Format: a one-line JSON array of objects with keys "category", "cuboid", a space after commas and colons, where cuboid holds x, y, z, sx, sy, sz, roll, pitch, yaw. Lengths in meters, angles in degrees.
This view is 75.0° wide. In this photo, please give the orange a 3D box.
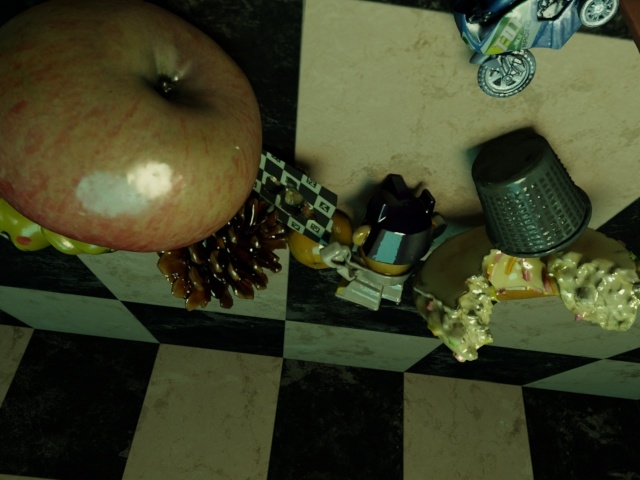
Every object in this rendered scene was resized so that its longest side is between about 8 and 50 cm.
[{"category": "orange", "cuboid": [0.000, 0.000, 0.944, 0.156, 0.124, 0.156, 3, 147, 2]}]

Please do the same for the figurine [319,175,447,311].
[{"category": "figurine", "cuboid": [0.143, 0.013, 0.867, 0.143, 0.308, 0.308, 41, 163, 25]}]

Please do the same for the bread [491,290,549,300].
[{"category": "bread", "cuboid": [0.473, 0.065, 0.974, 0.245, 0.121, 0.174, -7, 150, 26]}]

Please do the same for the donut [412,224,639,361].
[{"category": "donut", "cuboid": [0.358, 0.078, 0.781, 0.370, 0.307, 0.150, -15, 117, 7]}]

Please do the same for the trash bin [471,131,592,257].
[{"category": "trash bin", "cuboid": [0.337, -0.087, 0.700, 0.175, 0.176, 0.161, -17, 131, 36]}]

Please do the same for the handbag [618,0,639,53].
[{"category": "handbag", "cuboid": [0.413, -0.219, 0.429, 0.212, 0.158, 0.059, 14, 151, -13]}]

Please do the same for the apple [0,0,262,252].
[{"category": "apple", "cuboid": [-0.236, -0.149, 0.540, 0.344, 0.345, 0.269, 27, 124, -33]}]

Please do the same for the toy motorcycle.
[{"category": "toy motorcycle", "cuboid": [0.233, -0.273, 0.444, 0.135, 0.092, 0.254, 22, 140, -9]}]

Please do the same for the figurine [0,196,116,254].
[{"category": "figurine", "cuboid": [-0.575, -0.057, 0.907, 0.326, 0.169, 0.218, 5, 175, -10]}]

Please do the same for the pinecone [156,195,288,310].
[{"category": "pinecone", "cuboid": [-0.185, 0.015, 0.832, 0.263, 0.264, 0.264, 5, 151, 3]}]

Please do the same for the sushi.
[{"category": "sushi", "cuboid": [-0.053, -0.095, 0.820, 0.210, 0.040, 0.193, 32, 149, 14]}]
